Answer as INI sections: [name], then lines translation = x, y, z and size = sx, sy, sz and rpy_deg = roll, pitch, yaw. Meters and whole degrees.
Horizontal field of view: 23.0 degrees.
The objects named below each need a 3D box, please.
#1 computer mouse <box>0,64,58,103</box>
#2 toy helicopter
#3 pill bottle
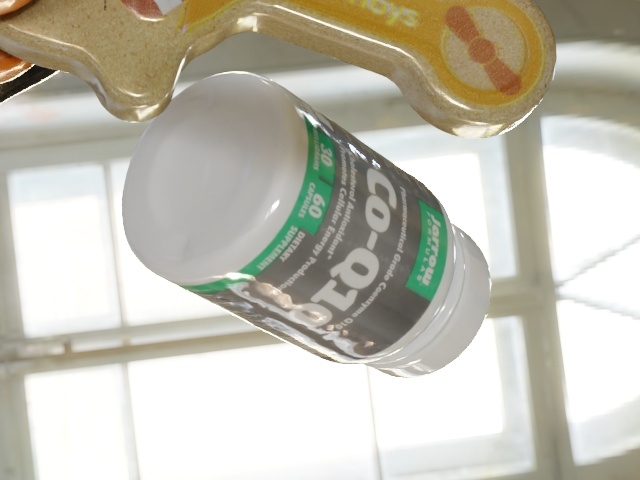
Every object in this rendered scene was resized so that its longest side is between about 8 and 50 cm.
[computer mouse]
translation = -0.284, -0.135, 1.197
size = 0.272, 0.189, 0.072
rpy_deg = -49, 136, -49
[toy helicopter]
translation = -0.039, -0.161, 0.822
size = 0.140, 0.355, 0.235
rpy_deg = 132, -22, -73
[pill bottle]
translation = 0.000, 0.000, 1.497
size = 0.361, 0.204, 0.204
rpy_deg = 30, 42, -47
